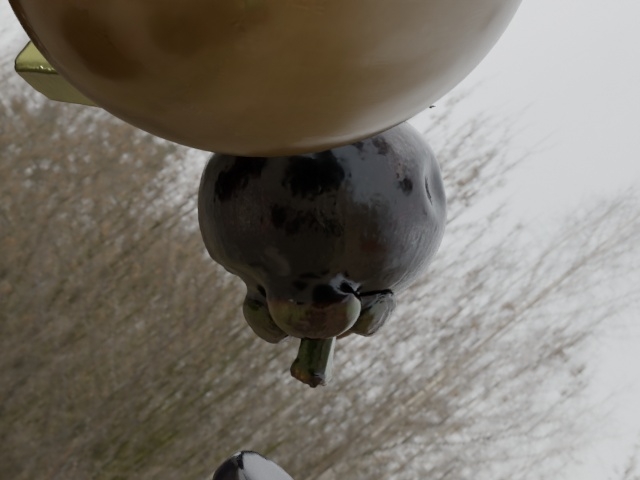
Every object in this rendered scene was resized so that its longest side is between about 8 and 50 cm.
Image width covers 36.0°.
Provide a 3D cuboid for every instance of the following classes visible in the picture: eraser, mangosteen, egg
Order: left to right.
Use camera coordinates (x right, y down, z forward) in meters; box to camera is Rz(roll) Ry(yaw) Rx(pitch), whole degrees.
[{"bbox_3d":[-0.198,-0.180,0.896,0.172,0.117,0.058,16,-25,50],"label":"eraser"},{"bbox_3d":[-0.023,-0.201,0.594,0.301,0.374,0.301,21,-48,26],"label":"egg"},{"bbox_3d":[0.000,0.000,1.021,0.275,0.275,0.302,170,-77,-68],"label":"mangosteen"}]

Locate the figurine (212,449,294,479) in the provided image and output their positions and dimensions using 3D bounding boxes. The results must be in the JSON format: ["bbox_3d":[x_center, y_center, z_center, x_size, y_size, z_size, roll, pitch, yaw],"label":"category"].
[{"bbox_3d":[-0.121,0.215,0.336,0.204,0.332,0.185,27,9,-12],"label":"figurine"}]

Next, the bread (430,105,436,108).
[{"bbox_3d":[0.089,-0.246,1.200,0.127,0.152,0.147,-78,174,-71],"label":"bread"}]
